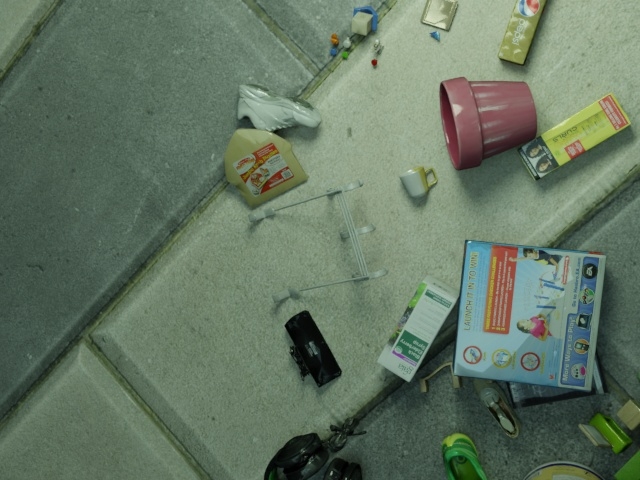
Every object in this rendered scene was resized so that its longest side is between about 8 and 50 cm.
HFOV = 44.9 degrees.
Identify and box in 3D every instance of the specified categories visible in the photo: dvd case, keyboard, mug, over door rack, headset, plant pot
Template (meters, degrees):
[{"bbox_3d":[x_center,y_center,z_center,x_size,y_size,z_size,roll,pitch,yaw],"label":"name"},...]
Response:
[{"bbox_3d":[0.539,0.295,1.808,0.221,0.018,0.165,-15,92,19],"label":"dvd case"},{"bbox_3d":[-0.031,0.281,1.985,0.100,0.038,0.192,-28,88,-4],"label":"keyboard"},{"bbox_3d":[0.231,-0.136,1.820,0.078,0.062,0.064,-19,100,26],"label":"mug"},{"bbox_3d":[0.000,0.000,1.898,0.324,0.108,0.240,-15,93,33],"label":"over door rack"},{"bbox_3d":[-0.007,0.590,1.937,0.243,0.185,0.394,34,118,10],"label":"headset"},{"bbox_3d":[0.368,-0.267,1.696,0.180,0.201,0.202,-11,95,3],"label":"plant pot"}]

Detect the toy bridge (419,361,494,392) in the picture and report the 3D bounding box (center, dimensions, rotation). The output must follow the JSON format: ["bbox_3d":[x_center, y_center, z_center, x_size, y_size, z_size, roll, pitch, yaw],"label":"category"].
[{"bbox_3d":[0.328,0.324,1.866,0.188,0.026,0.063,-14,74,26],"label":"toy bridge"}]

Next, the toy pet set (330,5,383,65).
[{"bbox_3d":[0.093,-0.488,1.822,0.122,0.065,0.114,20,138,17],"label":"toy pet set"}]

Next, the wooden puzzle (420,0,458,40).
[{"bbox_3d":[0.272,-0.525,1.772,0.078,0.014,0.116,30,106,16],"label":"wooden puzzle"}]

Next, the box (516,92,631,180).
[{"bbox_3d":[0.555,-0.227,1.703,0.232,0.058,0.087,-31,88,19],"label":"box"}]

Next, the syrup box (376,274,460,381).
[{"bbox_3d":[0.235,0.209,1.850,0.093,0.096,0.237,30,105,11],"label":"syrup box"}]

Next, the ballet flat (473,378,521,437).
[{"bbox_3d":[0.423,0.395,1.841,0.057,0.052,0.168,-39,85,18],"label":"ballet flat"}]

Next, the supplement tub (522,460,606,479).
[{"bbox_3d":[0.540,0.654,1.696,0.240,0.331,0.241,3,99,17],"label":"supplement tub"}]

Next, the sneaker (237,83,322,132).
[{"bbox_3d":[-0.104,-0.302,1.894,0.232,0.090,0.115,23,111,22],"label":"sneaker"}]

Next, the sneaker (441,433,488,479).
[{"bbox_3d":[0.371,0.612,1.853,0.109,0.123,0.296,-32,89,19],"label":"sneaker"}]

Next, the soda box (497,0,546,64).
[{"bbox_3d":[0.448,-0.480,1.699,0.061,0.058,0.181,20,104,13],"label":"soda box"}]

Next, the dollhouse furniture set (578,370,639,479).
[{"bbox_3d":[0.717,0.355,1.646,0.302,0.151,0.198,-55,45,20],"label":"dollhouse furniture set"}]

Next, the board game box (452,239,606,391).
[{"bbox_3d":[0.462,0.163,1.736,0.301,0.086,0.309,6,94,7],"label":"board game box"}]

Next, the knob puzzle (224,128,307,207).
[{"bbox_3d":[-0.152,-0.198,1.923,0.213,0.030,0.213,2,119,4],"label":"knob puzzle"}]
